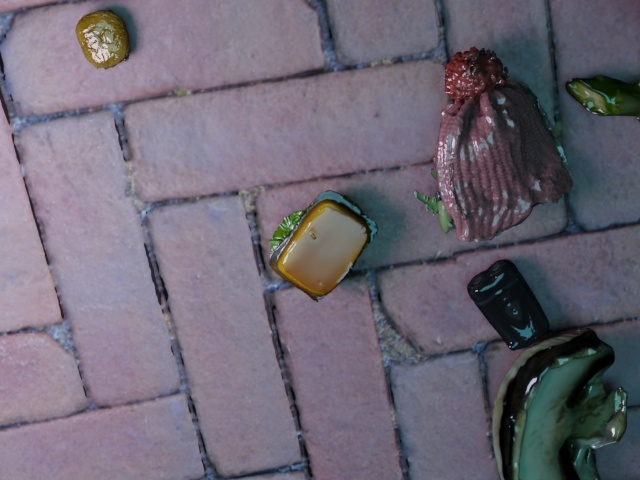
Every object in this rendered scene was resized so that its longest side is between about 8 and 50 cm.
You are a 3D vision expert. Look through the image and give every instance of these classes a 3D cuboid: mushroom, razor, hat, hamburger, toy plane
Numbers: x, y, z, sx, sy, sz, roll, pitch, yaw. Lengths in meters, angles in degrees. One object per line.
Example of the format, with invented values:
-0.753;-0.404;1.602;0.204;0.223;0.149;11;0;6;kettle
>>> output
0.402;0.313;1.484;0.248;0.130;0.344;-16;109;-16;mushroom
0.312;0.108;1.445;0.090;0.054;0.148;-35;107;7;razor
0.261;-0.157;1.337;0.237;0.107;0.286;-31;109;-23;hat
-0.320;-0.296;1.290;0.076;0.044;0.083;-24;104;3;hamburger
0.000;0.000;1.376;0.137;0.087;0.166;38;100;-12;hamburger
0.199;-0.064;1.395;0.103;0.040;0.111;-9;105;-12;toy plane

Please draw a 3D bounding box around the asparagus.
0.526;-0.214;1.353;0.288;0.080;0.080;-1;107;-4;asparagus
